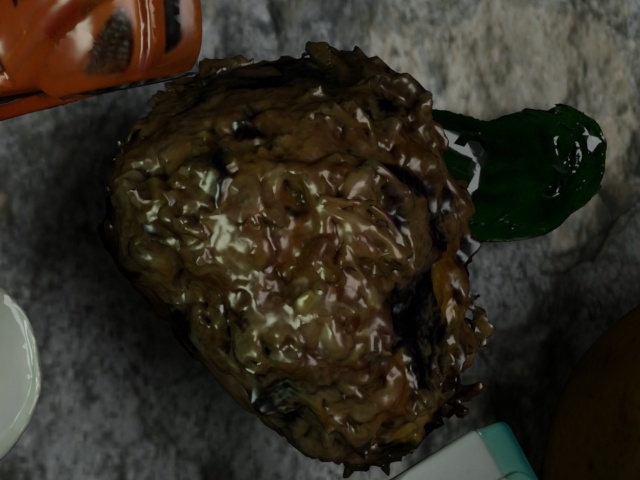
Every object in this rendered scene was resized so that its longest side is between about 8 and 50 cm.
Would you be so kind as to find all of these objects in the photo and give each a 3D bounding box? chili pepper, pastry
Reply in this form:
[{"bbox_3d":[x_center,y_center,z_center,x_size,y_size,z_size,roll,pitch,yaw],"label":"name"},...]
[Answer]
[{"bbox_3d":[0.107,-0.045,1.263,0.224,0.061,0.098,-8,97,-41],"label":"chili pepper"},{"bbox_3d":[0.000,0.000,1.047,0.193,0.275,0.275,-46,117,-4],"label":"pastry"}]

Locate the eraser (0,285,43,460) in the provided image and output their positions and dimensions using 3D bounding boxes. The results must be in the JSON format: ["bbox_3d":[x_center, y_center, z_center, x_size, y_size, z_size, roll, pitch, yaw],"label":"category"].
[{"bbox_3d":[-0.322,0.106,0.840,0.331,0.150,0.331,7,79,-41],"label":"eraser"}]

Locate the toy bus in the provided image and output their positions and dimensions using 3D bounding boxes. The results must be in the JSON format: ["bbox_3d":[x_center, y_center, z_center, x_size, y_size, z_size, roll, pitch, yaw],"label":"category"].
[{"bbox_3d":[-0.188,-0.116,0.853,0.153,0.329,0.143,-12,94,-37],"label":"toy bus"}]

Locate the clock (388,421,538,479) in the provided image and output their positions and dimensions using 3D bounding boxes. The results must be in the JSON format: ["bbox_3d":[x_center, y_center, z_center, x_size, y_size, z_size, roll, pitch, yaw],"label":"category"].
[{"bbox_3d":[0.080,0.260,1.059,0.116,0.231,0.262,-21,78,-27],"label":"clock"}]

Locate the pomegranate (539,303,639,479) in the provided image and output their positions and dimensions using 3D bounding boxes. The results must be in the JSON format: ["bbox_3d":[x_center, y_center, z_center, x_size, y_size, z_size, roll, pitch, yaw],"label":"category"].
[{"bbox_3d":[0.337,0.179,1.207,0.417,0.417,0.416,5,83,-39],"label":"pomegranate"}]
